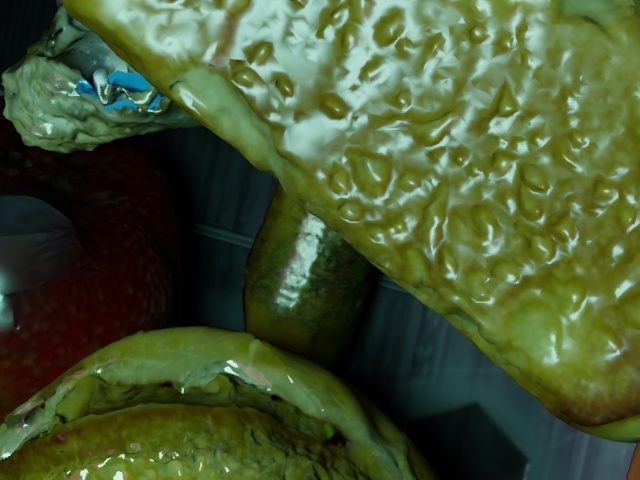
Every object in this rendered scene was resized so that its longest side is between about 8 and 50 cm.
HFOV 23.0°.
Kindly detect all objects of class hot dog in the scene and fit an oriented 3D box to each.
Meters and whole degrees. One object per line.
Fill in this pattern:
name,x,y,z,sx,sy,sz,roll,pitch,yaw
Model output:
hot dog,0.065,-0.092,0.782,0.405,0.223,0.185,40,106,-5

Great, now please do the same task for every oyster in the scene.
oyster,-0.056,-0.121,0.955,0.223,0.214,0.083,16,136,25

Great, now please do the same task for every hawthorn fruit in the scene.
hawthorn fruit,-0.182,0.046,1.020,0.210,0.266,0.230,-15,38,-1

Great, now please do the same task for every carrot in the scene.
carrot,0.000,0.000,0.962,0.082,0.082,0.173,24,105,33

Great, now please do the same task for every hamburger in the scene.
hamburger,-0.059,0.202,0.902,0.290,0.170,0.314,-30,110,23

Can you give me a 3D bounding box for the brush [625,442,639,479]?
brush,0.199,0.151,0.841,0.070,0.051,0.323,22,104,40
